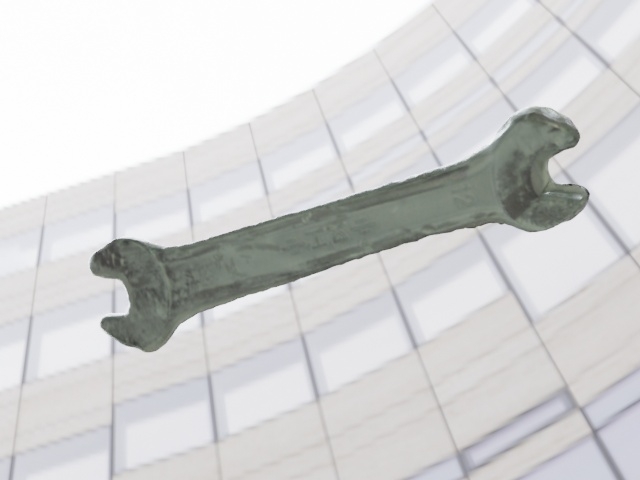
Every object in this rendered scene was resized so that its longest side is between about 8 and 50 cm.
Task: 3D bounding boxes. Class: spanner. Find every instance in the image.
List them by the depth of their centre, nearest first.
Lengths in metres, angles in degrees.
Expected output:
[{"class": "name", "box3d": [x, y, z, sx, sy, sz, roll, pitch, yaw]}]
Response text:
[{"class": "spanner", "box3d": [0.000, 0.000, 0.738, 0.302, 0.017, 0.071, -16, -83, 25]}]
